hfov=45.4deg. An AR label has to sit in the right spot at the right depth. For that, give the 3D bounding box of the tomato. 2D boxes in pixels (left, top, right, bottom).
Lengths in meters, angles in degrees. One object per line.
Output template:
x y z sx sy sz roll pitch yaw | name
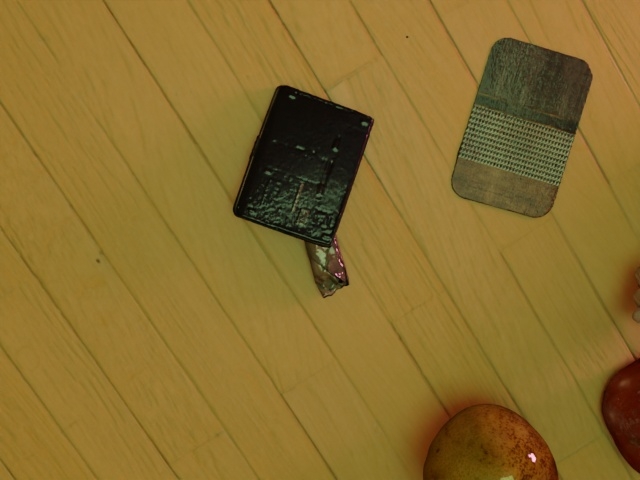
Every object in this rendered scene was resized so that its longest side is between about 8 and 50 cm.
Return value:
0.565 0.273 1.186 0.237 0.095 0.236 -1 96 -5 | tomato

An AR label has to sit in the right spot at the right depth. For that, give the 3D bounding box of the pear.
0.247 0.338 1.124 0.198 0.197 0.197 -1 97 -5 | pear

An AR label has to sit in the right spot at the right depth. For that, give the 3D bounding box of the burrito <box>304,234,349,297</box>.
0.000 0.000 1.128 0.051 0.042 0.171 -16 94 1 | burrito

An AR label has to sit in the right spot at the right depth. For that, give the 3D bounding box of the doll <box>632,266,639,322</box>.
0.586 0.030 1.150 0.293 0.138 0.119 -37 58 -3 | doll

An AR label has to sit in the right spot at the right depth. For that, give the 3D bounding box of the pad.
0.232 -0.186 1.121 0.323 0.055 0.249 13 96 -24 | pad

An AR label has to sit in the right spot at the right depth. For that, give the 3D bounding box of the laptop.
-0.024 -0.109 1.095 0.154 0.026 0.207 20 80 -6 | laptop
